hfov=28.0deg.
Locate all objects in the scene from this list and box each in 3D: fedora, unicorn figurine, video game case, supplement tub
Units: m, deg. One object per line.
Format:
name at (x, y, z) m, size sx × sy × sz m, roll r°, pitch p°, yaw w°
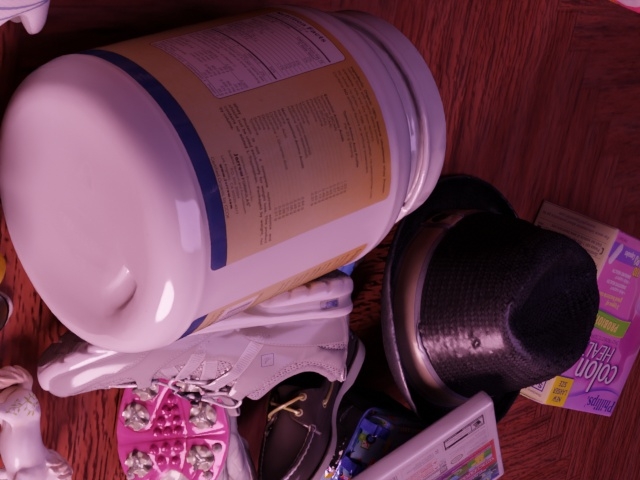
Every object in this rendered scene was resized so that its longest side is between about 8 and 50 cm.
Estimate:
fedora at (0.212, 0.073, 1.433) m, size 0.334 × 0.152 × 0.334 m, roll 7°, pitch 81°, yaw -52°
unicorn figurine at (-0.259, 0.180, 1.084) m, size 0.111 × 0.060 × 0.162 m, roll -18°, pitch 124°, yaw -43°
video game case at (0.108, 0.263, 1.388) m, size 0.201 × 0.023 × 0.183 m, roll -33°, pitch 145°, yaw -11°
supplement tub at (-0.071, -0.063, 1.033) m, size 0.316 × 0.228 × 0.228 m, roll -23°, pitch 127°, yaw -41°

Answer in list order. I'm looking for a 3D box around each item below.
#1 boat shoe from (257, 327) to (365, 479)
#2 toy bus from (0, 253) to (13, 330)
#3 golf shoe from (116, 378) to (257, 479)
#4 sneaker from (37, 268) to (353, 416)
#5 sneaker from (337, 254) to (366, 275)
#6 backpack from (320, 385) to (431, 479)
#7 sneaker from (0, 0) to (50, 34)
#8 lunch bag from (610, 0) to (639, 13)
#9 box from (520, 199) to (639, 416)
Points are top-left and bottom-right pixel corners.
boat shoe at (-0.021, 0.166, 1.309) m, size 0.069 × 0.081 × 0.228 m, roll 56°, pitch 39°, yaw -33°
toy bus at (-0.284, 0.027, 0.932) m, size 0.202 × 0.104 × 0.191 m, roll -19°, pitch 124°, yaw -43°
golf shoe at (-0.121, 0.212, 1.254) m, size 0.140 × 0.115 × 0.306 m, roll -57°, pitch 148°, yaw -62°
sneaker at (-0.098, 0.104, 1.101) m, size 0.281 × 0.105 × 0.115 m, roll -11°, pitch 101°, yaw -13°
sneaker at (-0.001, 0.000, 1.289) m, size 0.084 × 0.058 × 0.152 m, roll -50°, pitch 145°, yaw -9°
backpack at (0.034, 0.255, 1.434) m, size 0.158 × 0.117 × 0.173 m, roll 24°, pitch 94°, yaw -52°
sneaker at (-0.282, -0.156, 0.833) m, size 0.297 × 0.111 × 0.129 m, roll -26°, pitch 134°, yaw -38°
lunch bag at (0.363, -0.429, 1.429) m, size 0.258 × 0.120 × 0.293 m, roll -53°, pitch 141°, yaw -16°
box at (0.343, 0.095, 1.708) m, size 0.213 × 0.117 × 0.243 m, roll 18°, pitch 96°, yaw -53°
